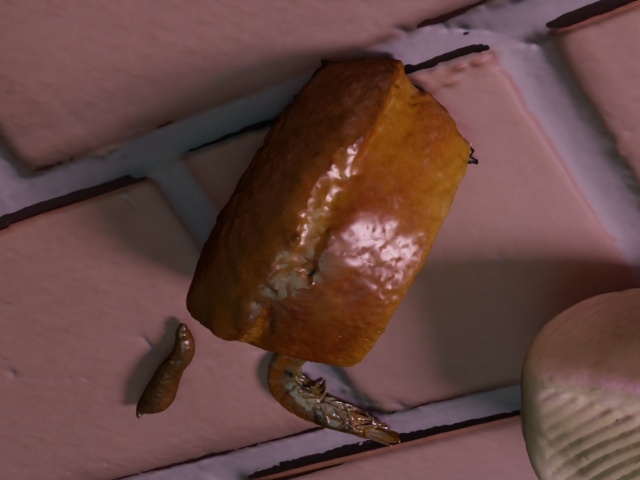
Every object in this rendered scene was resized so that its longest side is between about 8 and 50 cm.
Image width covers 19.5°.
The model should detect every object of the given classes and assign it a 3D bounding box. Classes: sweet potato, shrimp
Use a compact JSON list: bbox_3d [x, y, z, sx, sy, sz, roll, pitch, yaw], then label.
[{"bbox_3d":[-0.116,0.104,1.422,0.026,0.026,0.115,28,131,-4],"label":"sweet potato"},{"bbox_3d":[0.016,0.113,1.380,0.114,0.023,0.083,28,131,1],"label":"shrimp"}]

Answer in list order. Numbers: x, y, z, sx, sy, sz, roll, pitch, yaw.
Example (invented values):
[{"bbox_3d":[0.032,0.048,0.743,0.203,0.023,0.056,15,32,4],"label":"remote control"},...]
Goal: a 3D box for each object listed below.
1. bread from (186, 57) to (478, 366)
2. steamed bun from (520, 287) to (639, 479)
[{"bbox_3d":[-0.005,0.009,1.222,0.129,0.134,0.260,29,133,-6],"label":"bread"},{"bbox_3d":[0.255,0.111,1.211,0.239,0.152,0.170,20,142,24],"label":"steamed bun"}]
